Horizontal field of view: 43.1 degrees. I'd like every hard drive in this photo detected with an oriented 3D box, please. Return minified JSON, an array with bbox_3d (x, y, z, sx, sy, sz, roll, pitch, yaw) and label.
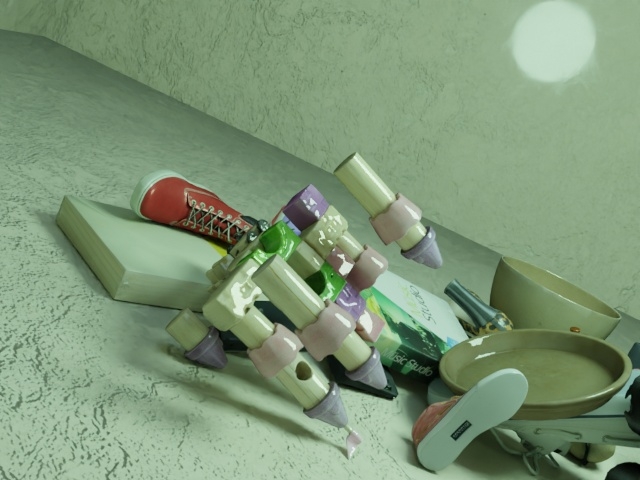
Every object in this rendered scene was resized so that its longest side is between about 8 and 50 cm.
[{"bbox_3d":[-0.083,0.123,1.174,0.135,0.022,0.094,3,36,-17],"label":"hard drive"}]

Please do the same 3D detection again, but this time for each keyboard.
[{"bbox_3d":[0.011,0.118,1.315,0.201,0.033,0.317,22,25,-29],"label":"keyboard"}]

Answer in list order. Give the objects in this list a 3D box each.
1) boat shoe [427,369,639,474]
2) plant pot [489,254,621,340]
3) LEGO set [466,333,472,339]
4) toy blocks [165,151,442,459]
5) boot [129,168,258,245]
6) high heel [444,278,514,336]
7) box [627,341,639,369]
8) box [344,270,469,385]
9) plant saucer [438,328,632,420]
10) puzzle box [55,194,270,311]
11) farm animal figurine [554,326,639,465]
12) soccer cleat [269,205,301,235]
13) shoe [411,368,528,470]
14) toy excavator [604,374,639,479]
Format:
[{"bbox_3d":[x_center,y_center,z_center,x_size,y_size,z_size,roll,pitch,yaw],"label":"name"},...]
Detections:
[{"bbox_3d":[0.351,0.286,1.249,0.367,0.157,0.136,-3,14,10],"label":"boat shoe"},{"bbox_3d":[0.489,0.183,1.796,0.284,0.191,0.284,23,12,-5],"label":"plant pot"},{"bbox_3d":[0.297,0.225,1.623,0.182,0.060,0.244,36,5,42],"label":"LEGO set"},{"bbox_3d":[0.000,0.098,1.075,0.260,0.309,0.289,46,46,-12],"label":"toy blocks"},{"bbox_3d":[-0.199,-0.041,1.388,0.176,0.088,0.244,32,10,21],"label":"boot"},{"bbox_3d":[0.354,0.187,1.756,0.186,0.093,0.261,43,-3,22],"label":"high heel"},{"bbox_3d":[0.800,0.379,1.616,0.312,0.179,0.343,14,16,-38],"label":"box"},{"bbox_3d":[0.138,0.138,1.378,0.322,0.058,0.232,26,24,-33],"label":"box"},{"bbox_3d":[0.317,0.197,1.206,0.277,0.041,0.278,-6,14,2],"label":"plant saucer"},{"bbox_3d":[-0.204,0.041,1.350,0.408,0.052,0.272,15,16,-41],"label":"puzzle box"},{"bbox_3d":[0.519,0.299,1.427,0.330,0.172,0.326,18,24,39],"label":"farm animal figurine"},{"bbox_3d":[0.000,0.000,1.769,0.108,0.116,0.318,34,15,36],"label":"soccer cleat"},{"bbox_3d":[0.194,0.227,1.087,0.063,0.178,0.081,46,5,-12],"label":"shoe"},{"bbox_3d":[0.655,0.288,1.095,0.445,0.433,0.222,18,2,-19],"label":"toy excavator"}]
